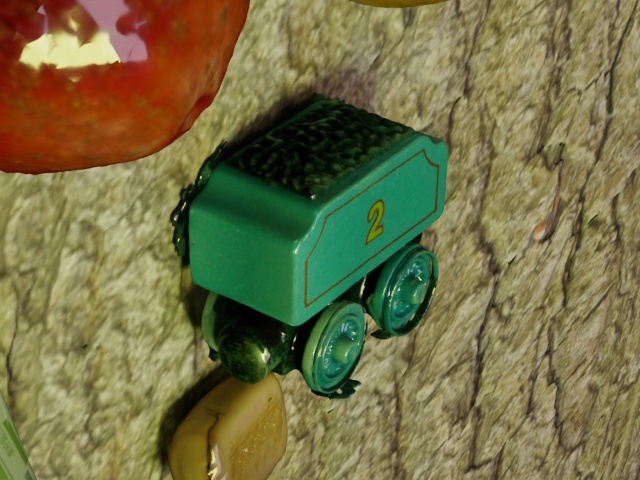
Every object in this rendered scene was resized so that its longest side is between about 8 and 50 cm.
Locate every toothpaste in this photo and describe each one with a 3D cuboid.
[{"bbox_3d":[-0.188,0.143,1.084,0.048,0.029,0.197,-50,149,-27],"label":"toothpaste"}]

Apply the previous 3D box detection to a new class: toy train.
[{"bbox_3d":[0.000,0.000,1.209,0.203,0.112,0.163,-39,140,-46],"label":"toy train"}]

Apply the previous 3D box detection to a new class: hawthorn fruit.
[{"bbox_3d":[-0.114,-0.107,0.794,0.179,0.179,0.200,-59,146,-9],"label":"hawthorn fruit"}]

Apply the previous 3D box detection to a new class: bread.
[{"bbox_3d":[-0.068,0.140,1.274,0.115,0.056,0.082,-51,136,-51],"label":"bread"}]

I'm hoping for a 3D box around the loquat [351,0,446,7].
[{"bbox_3d":[0.054,-0.229,0.990,0.213,0.213,0.213,-44,149,-36],"label":"loquat"}]
